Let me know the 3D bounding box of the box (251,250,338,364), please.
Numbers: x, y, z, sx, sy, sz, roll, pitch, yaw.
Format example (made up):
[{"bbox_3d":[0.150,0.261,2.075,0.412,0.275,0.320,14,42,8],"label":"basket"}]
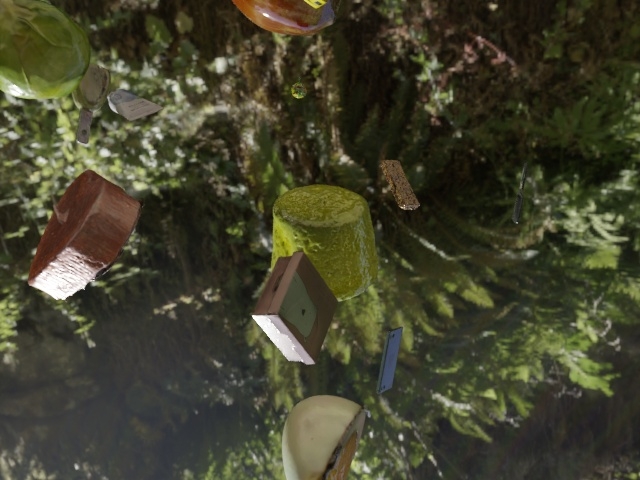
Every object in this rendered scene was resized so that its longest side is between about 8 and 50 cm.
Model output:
[{"bbox_3d":[-0.061,0.174,1.774,0.086,0.215,0.215,-6,-136,32],"label":"box"}]

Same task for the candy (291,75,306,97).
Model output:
[{"bbox_3d":[-0.050,-0.375,1.653,0.035,0.035,0.123,-14,-151,9],"label":"candy"}]

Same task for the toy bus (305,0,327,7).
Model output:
[{"bbox_3d":[-0.018,-0.649,1.403,0.152,0.144,0.329,-21,-118,31],"label":"toy bus"}]

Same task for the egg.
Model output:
[{"bbox_3d":[-0.010,0.495,1.615,0.174,0.286,0.264,18,-173,19],"label":"egg"}]

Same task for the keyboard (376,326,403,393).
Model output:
[{"bbox_3d":[0.173,0.299,1.716,0.055,0.176,0.014,-11,-153,-41],"label":"keyboard"}]

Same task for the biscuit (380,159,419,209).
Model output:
[{"bbox_3d":[0.257,-0.184,2.227,0.064,0.034,0.199,-5,-124,-25],"label":"biscuit"}]

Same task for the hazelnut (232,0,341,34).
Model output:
[{"bbox_3d":[-0.104,-0.795,2.103,0.366,0.365,0.365,-5,-151,3],"label":"hazelnut"}]

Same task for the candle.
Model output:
[{"bbox_3d":[-0.526,-0.016,1.474,0.287,0.131,0.317,-57,-150,0],"label":"candle"}]

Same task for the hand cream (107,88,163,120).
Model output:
[{"bbox_3d":[-0.420,-0.299,1.511,0.084,0.053,0.142,-31,-138,-33],"label":"hand cream"}]

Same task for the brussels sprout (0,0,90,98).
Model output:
[{"bbox_3d":[-0.569,-0.383,1.366,0.223,0.223,0.161,-8,-132,-3],"label":"brussels sprout"}]

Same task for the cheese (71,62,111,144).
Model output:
[{"bbox_3d":[-0.532,-0.313,1.566,0.038,0.191,0.097,-4,167,41],"label":"cheese"}]

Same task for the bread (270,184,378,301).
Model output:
[{"bbox_3d":[0.000,0.000,2.137,0.349,0.307,0.348,-7,-149,4],"label":"bread"}]

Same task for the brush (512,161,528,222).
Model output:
[{"bbox_3d":[0.621,-0.149,2.129,0.016,0.193,0.063,7,-164,-4],"label":"brush"}]
